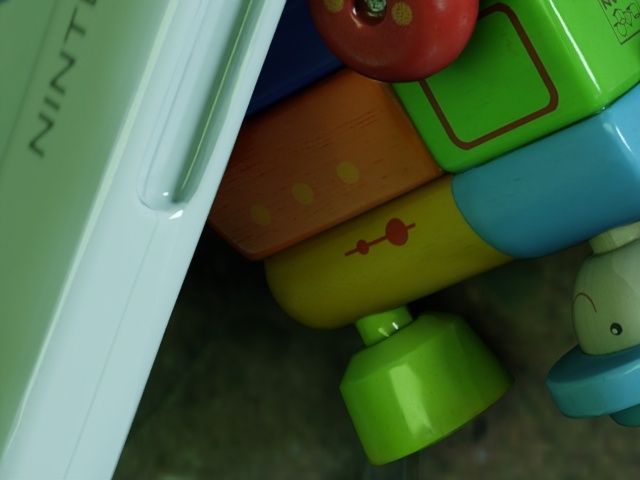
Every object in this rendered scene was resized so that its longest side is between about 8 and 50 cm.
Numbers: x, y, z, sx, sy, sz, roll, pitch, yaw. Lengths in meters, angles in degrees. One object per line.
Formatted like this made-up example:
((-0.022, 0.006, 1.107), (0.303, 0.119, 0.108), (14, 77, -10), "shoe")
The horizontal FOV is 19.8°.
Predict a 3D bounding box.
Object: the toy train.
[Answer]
((0.000, 0.000, 0.510), (0.248, 0.105, 0.143), (-24, 97, 41), "toy train")

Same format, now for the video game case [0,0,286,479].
((-0.102, -0.130, 0.510), (0.329, 0.036, 0.300), (33, 105, 49), "video game case")
